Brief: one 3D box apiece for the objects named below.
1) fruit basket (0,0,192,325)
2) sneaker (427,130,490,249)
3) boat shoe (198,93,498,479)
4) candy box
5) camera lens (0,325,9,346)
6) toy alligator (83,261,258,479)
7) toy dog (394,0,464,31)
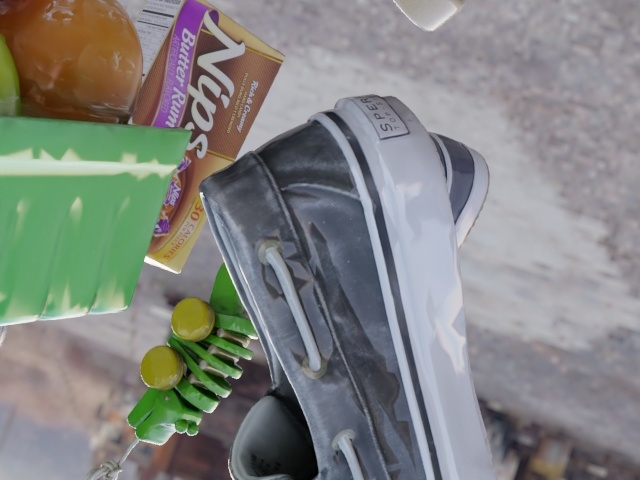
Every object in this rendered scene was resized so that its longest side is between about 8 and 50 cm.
[{"bbox_3d":[-0.189,-0.131,0.959,0.165,0.353,0.327,-2,-179,23],"label":"fruit basket"},{"bbox_3d":[0.047,0.026,1.643,0.099,0.282,0.153,21,178,33],"label":"sneaker"},{"bbox_3d":[0.011,0.090,0.884,0.119,0.335,0.121,-18,-153,-12],"label":"boat shoe"},{"bbox_3d":[-0.113,-0.083,1.357,0.109,0.187,0.053,33,171,-41],"label":"candy box"},{"bbox_3d":[-0.350,0.056,1.241,0.219,0.219,0.274,18,-153,9],"label":"camera lens"},{"bbox_3d":[-0.087,0.099,1.191,0.051,0.190,0.056,34,-176,34],"label":"toy alligator"},{"bbox_3d":[0.042,-0.321,1.352,0.161,0.220,0.334,-107,-7,-55],"label":"toy dog"}]
